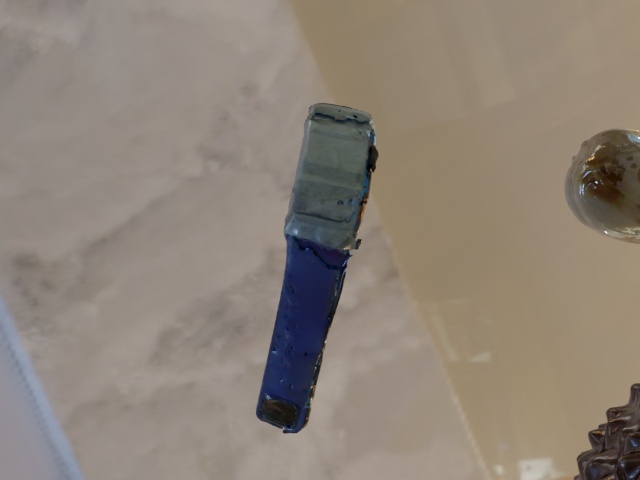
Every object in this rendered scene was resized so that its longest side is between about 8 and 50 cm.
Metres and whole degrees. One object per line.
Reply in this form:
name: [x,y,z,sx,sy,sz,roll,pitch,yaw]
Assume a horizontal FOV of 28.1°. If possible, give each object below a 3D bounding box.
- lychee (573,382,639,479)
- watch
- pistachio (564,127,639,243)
lychee: [0.346,0.224,1.002,0.330,0.306,0.306,-27,-79,5]
watch: [0.002,-0.012,1.169,0.068,0.274,0.276,9,-138,-1]
pistachio: [0.382,-0.060,1.556,0.215,0.144,0.144,17,-103,-37]
